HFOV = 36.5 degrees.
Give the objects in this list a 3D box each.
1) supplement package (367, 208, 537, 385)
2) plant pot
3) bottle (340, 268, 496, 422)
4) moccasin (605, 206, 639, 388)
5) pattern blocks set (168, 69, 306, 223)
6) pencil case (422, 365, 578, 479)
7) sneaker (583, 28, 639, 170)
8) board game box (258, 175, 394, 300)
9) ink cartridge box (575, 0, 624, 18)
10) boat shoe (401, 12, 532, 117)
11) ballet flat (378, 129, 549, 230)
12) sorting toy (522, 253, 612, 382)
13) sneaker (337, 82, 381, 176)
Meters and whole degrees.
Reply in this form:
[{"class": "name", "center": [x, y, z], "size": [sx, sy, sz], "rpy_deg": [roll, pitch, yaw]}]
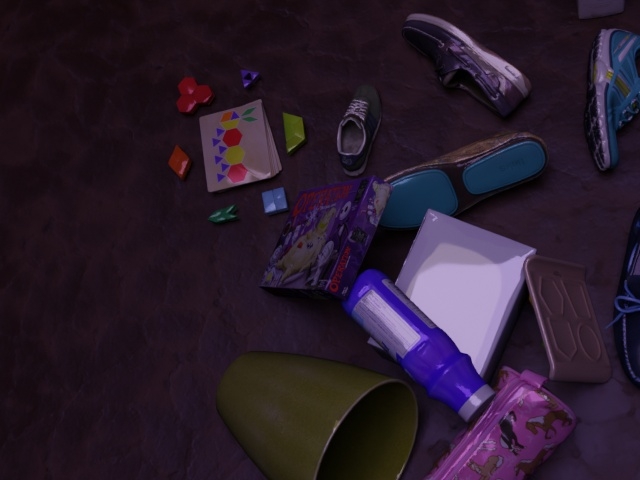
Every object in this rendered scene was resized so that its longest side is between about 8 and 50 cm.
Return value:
[{"class": "supplement package", "center": [0.236, 0.113, 1.688], "size": [0.204, 0.145, 0.262], "rpy_deg": [22, 80, 20]}, {"class": "plant pot", "center": [-0.030, 0.307, 1.656], "size": [0.293, 0.275, 0.275], "rpy_deg": [22, 79, 36]}, {"class": "bottle", "center": [0.156, 0.168, 1.550], "size": [0.092, 0.118, 0.283], "rpy_deg": [-45, 69, -1]}, {"class": "moccasin", "center": [0.551, 0.079, 1.633], "size": [0.137, 0.117, 0.342], "rpy_deg": [0, 73, 14]}, {"class": "pattern blocks set", "center": [-0.167, -0.191, 1.947], "size": [0.285, 0.026, 0.325], "rpy_deg": [-5, 72, 13]}, {"class": "pencil case", "center": [0.252, 0.385, 1.584], "size": [0.160, 0.167, 0.386], "rpy_deg": [41, 84, 3]}, {"class": "sneaker", "center": [0.540, -0.259, 1.754], "size": [0.110, 0.107, 0.275], "rpy_deg": [8, 75, 7]}, {"class": "board game box", "center": [0.000, 0.000, 1.701], "size": [0.056, 0.347, 0.208], "rpy_deg": [31, 77, -18]}, {"class": "ink cartridge box", "center": [0.505, -0.531, 1.780], "size": [0.092, 0.218, 0.159], "rpy_deg": [-8, 71, 12]}, {"class": "boat shoe", "center": [0.263, -0.333, 1.845], "size": [0.285, 0.103, 0.092], "rpy_deg": [35, 79, 15]}, {"class": "ballet flat", "center": [0.244, -0.113, 1.776], "size": [0.348, 0.123, 0.123], "rpy_deg": [-21, 69, 6]}, {"class": "sorting toy", "center": [0.410, 0.135, 1.627], "size": [0.038, 0.193, 0.208], "rpy_deg": [-23, 67, 40]}, {"class": "sneaker", "center": [0.073, -0.225, 1.865], "size": [0.064, 0.086, 0.192], "rpy_deg": [7, 75, 16]}]
